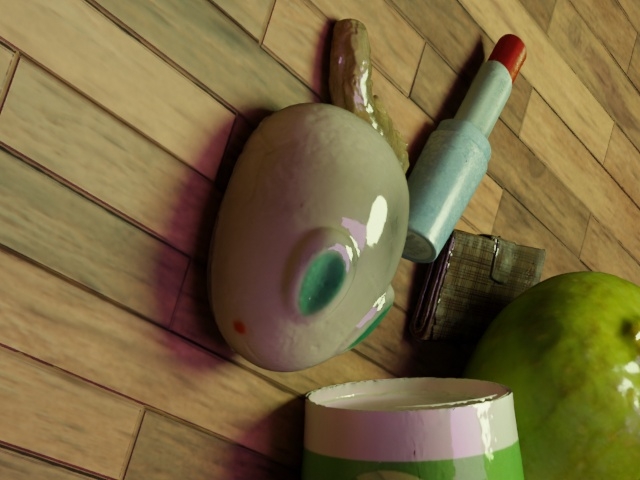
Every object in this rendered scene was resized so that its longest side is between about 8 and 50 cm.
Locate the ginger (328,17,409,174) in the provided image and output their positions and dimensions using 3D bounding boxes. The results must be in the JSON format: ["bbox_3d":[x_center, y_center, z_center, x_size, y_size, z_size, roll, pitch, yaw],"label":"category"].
[{"bbox_3d":[0.042,-0.113,1.354,0.069,0.051,0.173,-53,140,-42],"label":"ginger"}]

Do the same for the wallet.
[{"bbox_3d":[0.170,0.054,1.602,0.230,0.042,0.124,12,93,-55],"label":"wallet"}]

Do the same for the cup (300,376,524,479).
[{"bbox_3d":[0.086,0.267,1.354,0.253,0.253,0.274,-5,95,-57],"label":"cup"}]

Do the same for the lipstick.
[{"bbox_3d":[0.144,-0.100,1.505,0.068,0.061,0.274,55,52,-37],"label":"lipstick"}]

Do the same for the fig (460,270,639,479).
[{"bbox_3d":[0.253,0.197,1.557,0.258,0.258,0.326,-24,152,-53],"label":"fig"}]

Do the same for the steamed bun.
[{"bbox_3d":[0.000,0.000,1.242,0.177,0.131,0.228,51,54,-52],"label":"steamed bun"}]
